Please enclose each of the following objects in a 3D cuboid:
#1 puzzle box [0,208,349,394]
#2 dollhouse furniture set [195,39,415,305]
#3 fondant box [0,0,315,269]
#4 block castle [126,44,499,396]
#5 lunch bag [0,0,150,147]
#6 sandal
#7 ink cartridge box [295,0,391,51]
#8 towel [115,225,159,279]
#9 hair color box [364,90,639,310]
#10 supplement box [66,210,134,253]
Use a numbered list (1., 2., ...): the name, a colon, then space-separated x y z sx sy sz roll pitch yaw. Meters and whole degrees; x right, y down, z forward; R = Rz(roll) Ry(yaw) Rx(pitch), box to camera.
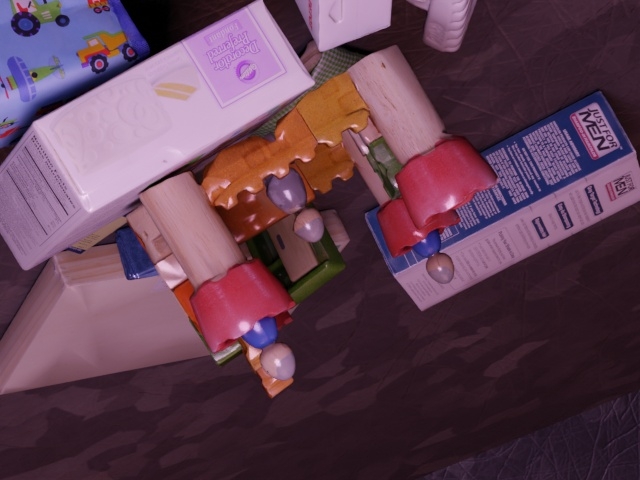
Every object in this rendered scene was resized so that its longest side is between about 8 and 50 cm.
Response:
1. puzzle box: -0.190 0.077 2.360 0.409 0.052 0.272 -9 152 -34
2. dollhouse furniture set: -0.019 -0.068 2.086 0.301 0.151 0.197 -38 154 28
3. fondant box: -0.170 -0.090 1.729 0.238 0.096 0.330 -32 -178 -21
4. block castle: 0.000 0.000 1.812 0.303 0.213 0.453 -31 177 -3
5. lunch bag: -0.304 -0.131 1.710 0.221 0.138 0.293 -21 166 -22
6. sandal: 0.107 -0.299 1.762 0.102 0.169 0.416 16 157 7
7. ink cartridge box: -0.002 -0.272 1.624 0.072 0.175 0.127 -21 157 -9
8. towel: -0.177 0.004 2.193 0.119 0.067 0.029 -15 172 -22
9. hair color box: 0.247 -0.048 2.463 0.347 0.105 0.174 -27 158 6
10. supplement box: -0.262 -0.035 2.032 0.083 0.056 0.083 -33 156 19
